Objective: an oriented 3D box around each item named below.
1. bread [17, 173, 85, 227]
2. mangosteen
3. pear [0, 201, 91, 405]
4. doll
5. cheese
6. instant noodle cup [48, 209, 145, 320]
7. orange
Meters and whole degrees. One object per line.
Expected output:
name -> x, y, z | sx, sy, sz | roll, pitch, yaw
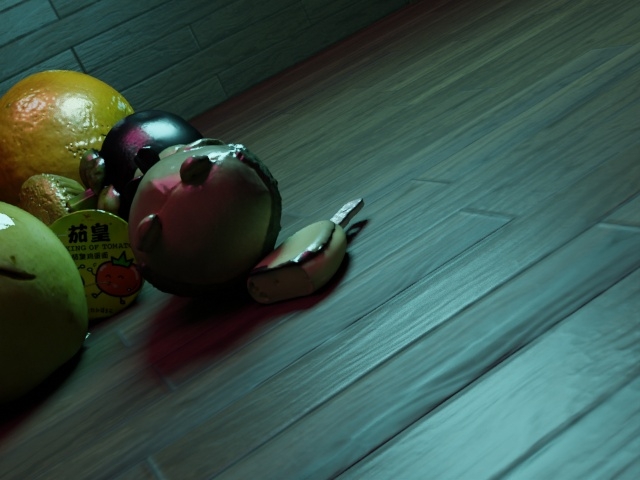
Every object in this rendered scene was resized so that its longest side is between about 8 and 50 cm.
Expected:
bread -> -0.534, -0.031, 1.785 | 0.139, 0.240, 0.240 | -24, 12, -35
mangosteen -> -0.353, -0.115, 1.694 | 0.302, 0.275, 0.275 | -23, 15, -15
pear -> -0.495, 0.095, 1.243 | 0.309, 0.309, 0.309 | -24, 16, 8
doll -> -0.178, -0.046, 1.278 | 0.247, 0.247, 0.349 | -26, 7, 2
cheese -> 0.000, 0.000, 1.183 | 0.127, 0.054, 0.251 | -15, 19, 35
instant noodle cup -> -0.383, 0.036, 1.467 | 0.182, 0.182, 0.144 | -28, 7, -5
orange -> -0.582, -0.200, 2.038 | 0.326, 0.424, 0.424 | -13, 19, 17
